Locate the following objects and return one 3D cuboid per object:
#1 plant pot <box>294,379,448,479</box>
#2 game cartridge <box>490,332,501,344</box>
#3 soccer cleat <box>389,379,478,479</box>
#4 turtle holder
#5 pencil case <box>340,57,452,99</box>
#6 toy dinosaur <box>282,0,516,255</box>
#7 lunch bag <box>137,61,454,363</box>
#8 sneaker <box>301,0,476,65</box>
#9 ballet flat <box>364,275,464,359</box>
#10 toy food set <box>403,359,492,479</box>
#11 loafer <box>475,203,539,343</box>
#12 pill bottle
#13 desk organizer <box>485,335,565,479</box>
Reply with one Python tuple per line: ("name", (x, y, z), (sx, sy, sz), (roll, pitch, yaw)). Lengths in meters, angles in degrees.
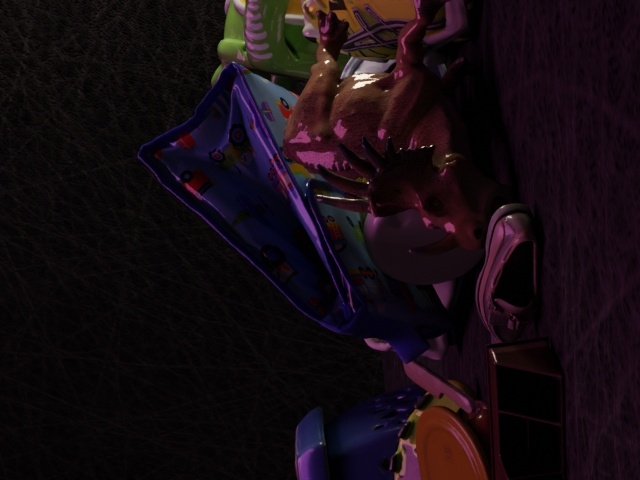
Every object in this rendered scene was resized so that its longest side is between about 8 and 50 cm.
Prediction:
("plant pot", (0.080, 0.311, 1.769), (0.236, 0.212, 0.236), (-93, -4, -84))
("game cartridge", (0.160, 0.104, 1.243), (0.083, 0.017, 0.056), (-97, -3, -64))
("soccer cleat", (0.142, 0.292, 1.594), (0.093, 0.121, 0.289), (11, 98, 44))
("turtle holder", (-0.025, -0.287, 1.826), (0.243, 0.320, 0.227), (17, 97, 49))
("pencil case", (0.084, -0.104, 1.582), (0.273, 0.124, 0.113), (87, -155, -63))
("toy dinosaur", (0.036, -0.090, 1.204), (0.295, 0.127, 0.200), (2, 61, 53))
("lunch bag", (0.000, 0.000, 1.361), (0.293, 0.138, 0.221), (53, -165, 20))
("sneaker", (0.054, -0.230, 1.300), (0.385, 0.147, 0.145), (93, 172, -80))
("ballet flat", (0.091, 0.037, 1.586), (0.400, 0.139, 0.139), (85, 178, -65))
("toy food set", (0.151, 0.213, 1.351), (0.128, 0.071, 0.218), (20, 122, 60))
("loafer", (0.140, 0.033, 1.059), (0.039, 0.045, 0.125), (-108, 12, -51))
("pill bottle", (0.087, -0.066, 1.334), (0.208, 0.117, 0.117), (-98, 1, -50))
("desk organizer", (0.150, 0.139, 1.046), (0.050, 0.047, 0.130), (-102, 5, -61))
